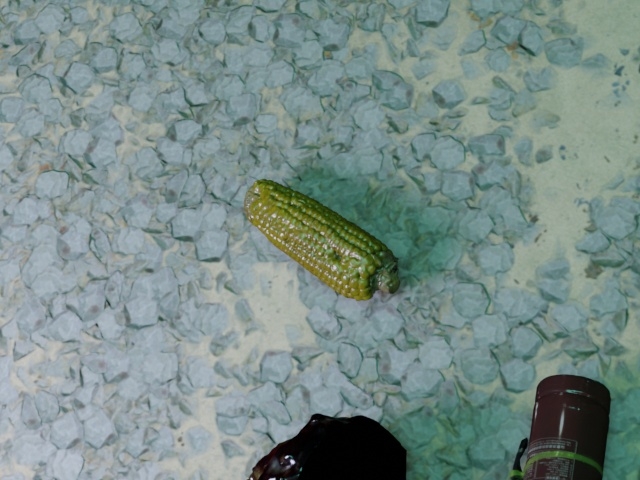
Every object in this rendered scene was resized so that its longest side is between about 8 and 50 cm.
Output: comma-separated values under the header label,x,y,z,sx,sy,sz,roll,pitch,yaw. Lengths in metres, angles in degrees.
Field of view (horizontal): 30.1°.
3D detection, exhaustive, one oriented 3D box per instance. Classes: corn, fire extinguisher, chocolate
label,x,y,z,sx,sy,sz,roll,pitch,yaw
corn,0.000,0.000,1.663,0.262,0.097,0.097,32,80,21
fire extinguisher,0.277,0.336,1.447,0.105,0.141,0.341,28,57,-18
chocolate,-0.029,0.306,1.530,0.177,0.224,0.206,13,108,43
